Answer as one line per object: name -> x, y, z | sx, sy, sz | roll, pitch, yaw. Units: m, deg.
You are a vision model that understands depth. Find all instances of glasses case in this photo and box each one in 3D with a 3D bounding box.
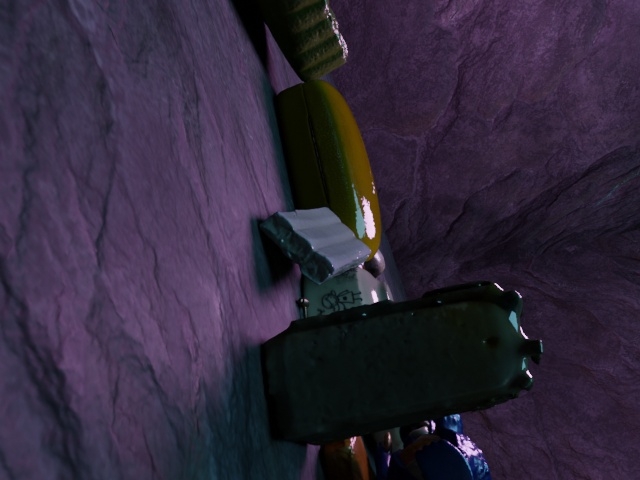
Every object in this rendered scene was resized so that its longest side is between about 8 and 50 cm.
glasses case -> 0.026, -0.126, 1.024 | 0.173, 0.141, 0.371 | 48, 29, -69

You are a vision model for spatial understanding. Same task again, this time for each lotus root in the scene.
lotus root -> 0.128, 0.039, 1.502 | 0.165, 0.088, 0.088 | 59, 16, -23

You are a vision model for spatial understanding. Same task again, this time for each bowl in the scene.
bowl -> 0.065, 0.142, 0.885 | 0.238, 0.126, 0.237 | -16, 90, -81

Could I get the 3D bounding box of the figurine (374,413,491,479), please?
figurine -> 0.143, 0.285, 0.671 | 0.121, 0.164, 0.262 | 32, 13, 4

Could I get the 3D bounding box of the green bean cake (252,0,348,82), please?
green bean cake -> -0.055, -0.449, 1.009 | 0.222, 0.125, 0.248 | 63, 7, 28

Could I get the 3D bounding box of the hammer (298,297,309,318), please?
hammer -> -0.018, 0.140, 0.761 | 0.029, 0.014, 0.123 | 38, 39, -58

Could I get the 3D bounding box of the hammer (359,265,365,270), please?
hammer -> 0.076, -0.014, 1.278 | 0.242, 0.095, 0.408 | 47, 31, -69

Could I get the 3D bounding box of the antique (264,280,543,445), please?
antique -> 0.093, 0.137, 0.593 | 0.150, 0.284, 0.125 | 51, 25, -62

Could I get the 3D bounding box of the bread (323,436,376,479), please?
bread -> 0.044, 0.314, 0.705 | 0.074, 0.053, 0.132 | -34, 108, -78

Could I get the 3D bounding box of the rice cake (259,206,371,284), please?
rice cake -> 0.000, 0.000, 0.787 | 0.127, 0.043, 0.237 | 45, 15, 12

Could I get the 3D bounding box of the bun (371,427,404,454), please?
bun -> 0.151, 0.277, 1.075 | 0.287, 0.146, 0.287 | -15, 90, -83
